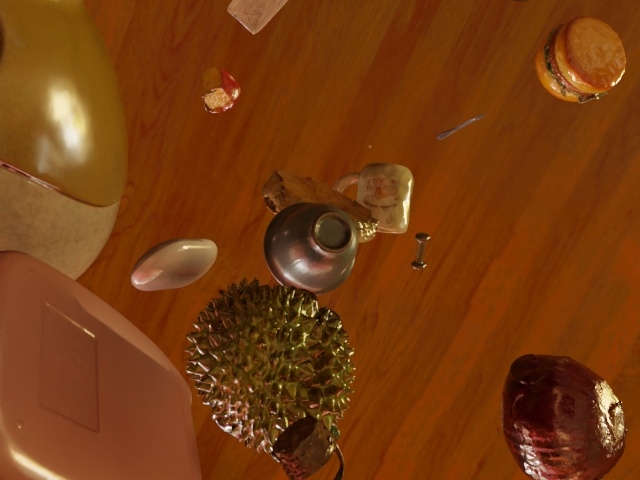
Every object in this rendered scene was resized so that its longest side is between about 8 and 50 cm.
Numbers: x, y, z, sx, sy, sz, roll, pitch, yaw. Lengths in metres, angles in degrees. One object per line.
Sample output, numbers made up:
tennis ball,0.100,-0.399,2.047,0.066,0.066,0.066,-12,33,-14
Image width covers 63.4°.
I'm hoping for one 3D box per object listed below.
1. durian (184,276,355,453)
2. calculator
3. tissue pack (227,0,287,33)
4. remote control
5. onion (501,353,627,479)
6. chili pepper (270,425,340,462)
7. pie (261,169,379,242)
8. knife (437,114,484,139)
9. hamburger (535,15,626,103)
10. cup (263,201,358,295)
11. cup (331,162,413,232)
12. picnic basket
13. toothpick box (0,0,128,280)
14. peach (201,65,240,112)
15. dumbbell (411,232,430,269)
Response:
durian,-0.076,0.191,0.783,0.291,0.291,0.224,38,62,-2
calculator,-0.177,0.144,0.436,0.048,0.220,0.329,-24,139,1
tissue pack,-0.161,-0.630,1.303,0.145,0.229,0.159,41,106,-21
remote control,-0.458,0.076,1.651,0.221,0.332,0.103,-46,74,15
onion,0.453,0.342,1.006,0.216,0.207,0.206,-11,105,42
chili pepper,-0.076,0.491,1.289,0.279,0.122,0.065,-5,123,46
pie,-0.003,-0.090,1.360,0.340,0.339,0.083,24,109,1
knife,0.334,-0.271,1.249,0.045,0.313,0.019,-19,94,0
hamburger,0.738,-0.508,1.498,0.246,0.170,0.246,3,81,-20
cup,0.000,0.000,1.009,0.199,0.150,0.199,4,75,-17
cup,0.172,-0.134,1.659,0.255,0.173,0.202,3,86,49
picnic basket,-0.005,0.245,0.576,0.072,0.072,0.083,-32,98,10
toothpick box,-0.452,-0.152,0.627,0.409,0.409,0.425,9,113,4
peach,-0.310,-0.475,1.623,0.118,0.151,0.151,-2,100,-7
dumbbell,0.317,0.034,1.643,0.046,0.052,0.117,15,114,27
